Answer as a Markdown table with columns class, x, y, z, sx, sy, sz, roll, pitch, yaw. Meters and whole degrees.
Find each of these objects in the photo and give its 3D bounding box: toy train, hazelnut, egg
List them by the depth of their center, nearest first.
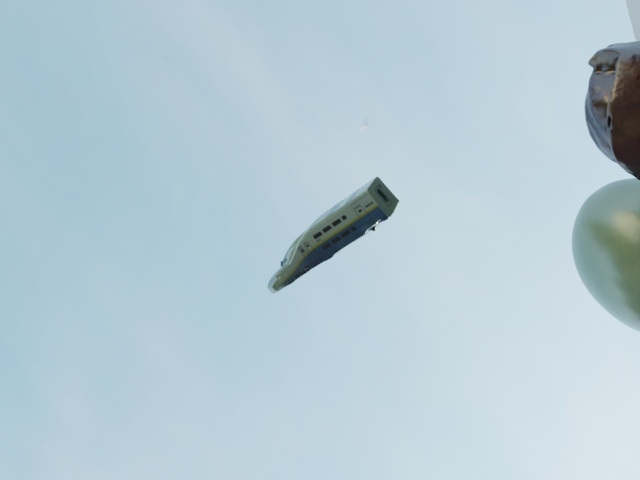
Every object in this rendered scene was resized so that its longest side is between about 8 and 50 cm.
| class | x | y | z | sx | sy | sz | roll | pitch | yaw |
| --- | --- | --- | --- | --- | --- | --- | --- | --- | --- |
| hazelnut | 0.415 | -0.168 | 1.081 | 0.161 | 0.201 | 0.170 | -8 | -77 | 8 |
| toy train | 0.000 | 0.000 | 1.121 | 0.234 | 0.052 | 0.051 | -34 | -79 | 35 |
| egg | 0.474 | 0.022 | 1.218 | 0.203 | 0.282 | 0.202 | -7 | -55 | -10 |

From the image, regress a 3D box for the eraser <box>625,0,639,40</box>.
| class | x | y | z | sx | sy | sz | roll | pitch | yaw |
| --- | --- | --- | --- | --- | --- | --- | --- | --- | --- |
| eraser | 0.487 | -0.317 | 0.980 | 0.298 | 0.076 | 0.078 | -26 | -72 | -20 |
